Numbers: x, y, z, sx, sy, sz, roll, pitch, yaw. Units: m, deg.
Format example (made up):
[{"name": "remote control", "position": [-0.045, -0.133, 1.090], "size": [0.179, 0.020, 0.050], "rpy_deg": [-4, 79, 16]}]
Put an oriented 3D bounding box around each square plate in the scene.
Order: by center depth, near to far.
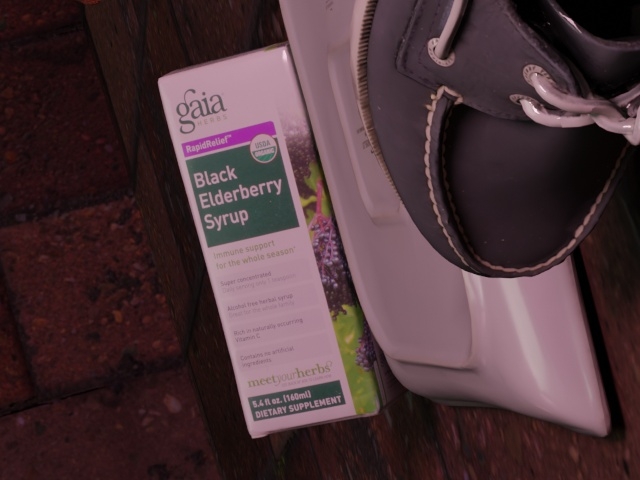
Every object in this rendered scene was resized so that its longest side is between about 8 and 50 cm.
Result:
[{"name": "square plate", "position": [0.044, -0.065, 1.063], "size": [0.347, 0.049, 0.344], "rpy_deg": [170, 84, -79]}]

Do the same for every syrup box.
[{"name": "syrup box", "position": [-0.018, -0.005, 1.251], "size": [0.096, 0.093, 0.236], "rpy_deg": [-27, -77, -67]}]

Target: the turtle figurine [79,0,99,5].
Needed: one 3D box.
[{"name": "turtle figurine", "position": [-0.031, -0.183, 0.768], "size": [0.087, 0.270, 0.217], "rpy_deg": [121, 138, -52]}]

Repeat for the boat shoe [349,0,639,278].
[{"name": "boat shoe", "position": [0.081, -0.081, 0.682], "size": [0.319, 0.116, 0.099], "rpy_deg": [95, 162, -48]}]
